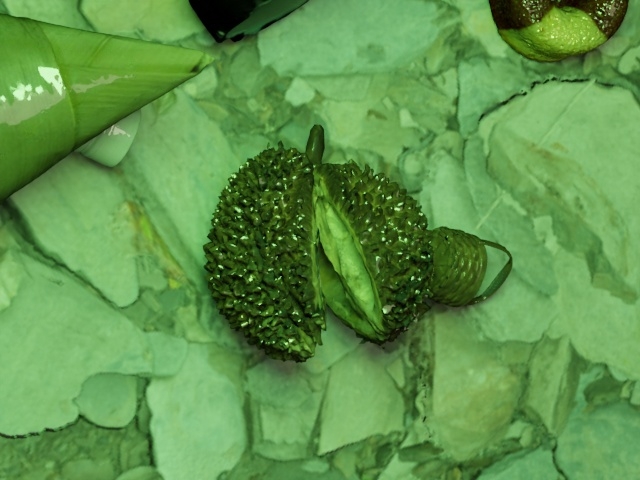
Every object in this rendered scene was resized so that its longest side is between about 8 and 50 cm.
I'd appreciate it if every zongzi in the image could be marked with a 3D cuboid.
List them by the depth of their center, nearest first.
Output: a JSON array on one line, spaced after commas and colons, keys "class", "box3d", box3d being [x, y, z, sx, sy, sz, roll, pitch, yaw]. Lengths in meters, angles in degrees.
[{"class": "zongzi", "box3d": [-0.255, -0.028, 1.303, 0.318, 0.154, 0.289, 9, 96, -3]}]

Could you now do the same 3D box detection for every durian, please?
[{"class": "durian", "box3d": [0.000, 0.000, 1.446, 0.196, 0.167, 0.196, 6, 77, -26]}]

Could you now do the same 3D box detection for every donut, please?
[{"class": "donut", "box3d": [0.212, -0.227, 1.560, 0.140, 0.059, 0.140, -2, 96, -19]}]

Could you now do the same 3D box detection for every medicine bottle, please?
[{"class": "medicine bottle", "box3d": [-0.193, -0.100, 1.404, 0.089, 0.057, 0.057, 25, 86, -24]}]

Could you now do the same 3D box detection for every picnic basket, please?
[{"class": "picnic basket", "box3d": [0.126, 0.026, 1.552, 0.083, 0.072, 0.072, 15, 91, -33]}]

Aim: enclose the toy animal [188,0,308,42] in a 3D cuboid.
[{"class": "toy animal", "box3d": [-0.051, -0.260, 1.401, 0.166, 0.138, 0.179, -31, 100, 0]}]
